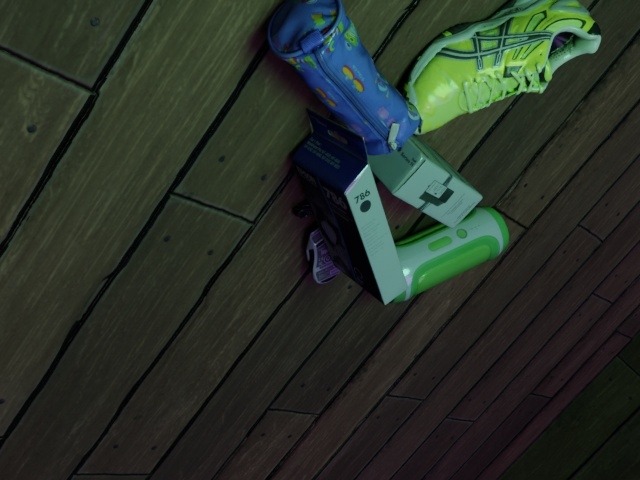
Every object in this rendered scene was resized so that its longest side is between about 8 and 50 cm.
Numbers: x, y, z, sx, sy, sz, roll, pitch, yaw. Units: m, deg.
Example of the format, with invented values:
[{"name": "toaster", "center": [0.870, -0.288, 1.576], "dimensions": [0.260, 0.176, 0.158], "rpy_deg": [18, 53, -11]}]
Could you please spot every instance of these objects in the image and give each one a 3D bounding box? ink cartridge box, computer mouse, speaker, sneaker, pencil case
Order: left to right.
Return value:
[{"name": "computer mouse", "center": [0.000, 0.000, 1.309], "dimensions": [0.106, 0.042, 0.192], "rpy_deg": [-23, 132, -26]}, {"name": "ink cartridge box", "center": [0.044, -0.051, 1.161], "dimensions": [0.065, 0.165, 0.332], "rpy_deg": [-34, 130, -16]}, {"name": "pencil case", "center": [0.046, -0.242, 1.051], "dimensions": [0.119, 0.133, 0.306], "rpy_deg": [-34, 140, 13]}, {"name": "ink cartridge box", "center": [0.176, -0.124, 1.242], "dimensions": [0.087, 0.153, 0.208], "rpy_deg": [-48, 139, 16]}, {"name": "speaker", "center": [0.252, 0.027, 1.461], "dimensions": [0.297, 0.131, 0.131], "rpy_deg": [-23, 137, -20]}, {"name": "sneaker", "center": [0.308, -0.305, 1.183], "dimensions": [0.385, 0.147, 0.145], "rpy_deg": [-36, 142, -3]}]
